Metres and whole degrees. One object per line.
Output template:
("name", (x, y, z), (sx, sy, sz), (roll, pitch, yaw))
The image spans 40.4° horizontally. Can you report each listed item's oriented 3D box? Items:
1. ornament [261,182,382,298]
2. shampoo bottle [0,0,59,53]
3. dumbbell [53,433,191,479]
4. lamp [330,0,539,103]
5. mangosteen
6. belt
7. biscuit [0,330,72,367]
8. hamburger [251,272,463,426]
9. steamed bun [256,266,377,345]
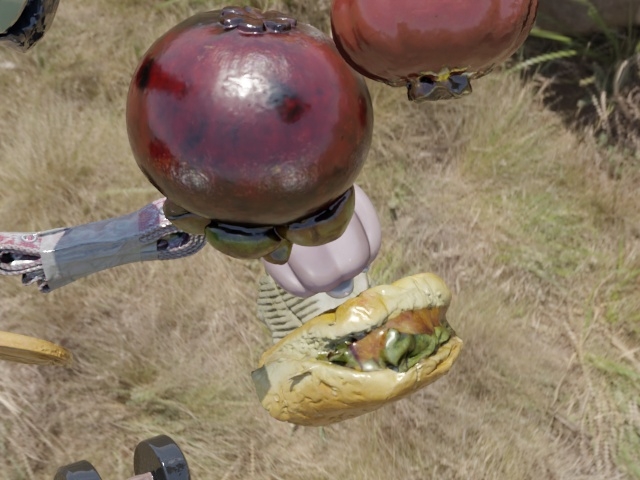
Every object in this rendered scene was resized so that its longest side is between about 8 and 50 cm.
("ornament", (0.000, 0.000, 1.201), (0.177, 0.177, 0.178), (-2, 66, 5))
("shampoo bottle", (-0.288, -0.210, 0.566), (0.134, 0.359, 0.078), (33, 91, 14))
("dumbbell", (-0.360, 0.455, 1.582), (0.218, 0.152, 0.152), (-11, 60, -37))
("lamp", (0.054, -0.113, 0.422), (0.101, 0.101, 0.090), (-8, 98, 3))
("mangosteen", (-0.050, -0.068, 0.631), (0.199, 0.200, 0.200), (-2, 66, 5))
("belt", (-0.238, 0.005, 0.949), (0.232, 0.071, 0.053), (-11, 47, -10))
("biscuit", (-0.481, 0.169, 1.347), (0.142, 0.220, 0.029), (-14, 63, 43))
("hamburger", (0.081, 0.155, 1.241), (0.329, 0.209, 0.162), (-16, 80, -25))
("steamed bun", (0.017, 0.136, 1.896), (0.219, 0.310, 0.324), (-14, 53, -32))
